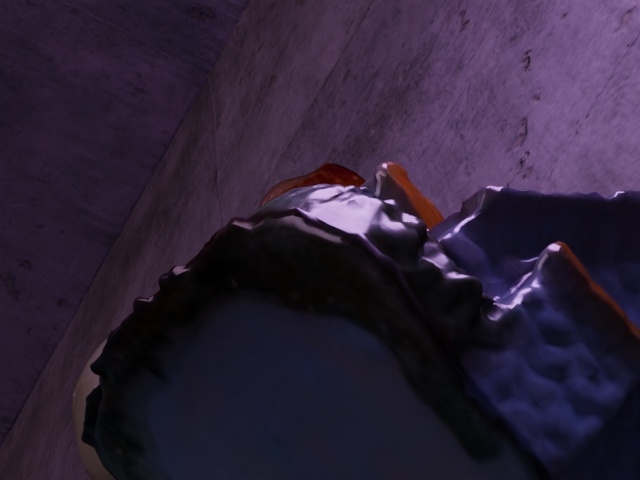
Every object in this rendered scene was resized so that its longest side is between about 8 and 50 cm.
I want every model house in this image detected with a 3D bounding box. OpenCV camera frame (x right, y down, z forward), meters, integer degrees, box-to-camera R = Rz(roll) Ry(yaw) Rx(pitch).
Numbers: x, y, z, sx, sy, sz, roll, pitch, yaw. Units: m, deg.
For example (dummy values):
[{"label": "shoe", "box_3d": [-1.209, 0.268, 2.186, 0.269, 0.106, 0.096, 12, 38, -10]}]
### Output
[{"label": "model house", "box_3d": [0.092, 0.073, 1.197, 0.339, 0.297, 0.360, -34, -9, -40]}]

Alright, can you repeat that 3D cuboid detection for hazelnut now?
[{"label": "hazelnut", "box_3d": [0.000, 0.000, 1.886, 0.154, 0.143, 0.143, -39, 23, 23]}]

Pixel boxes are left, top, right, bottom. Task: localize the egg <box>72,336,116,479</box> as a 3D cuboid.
[{"label": "egg", "box_3d": [-0.149, 0.180, 1.895, 0.269, 0.219, 0.219, 100, -166, -77]}]
